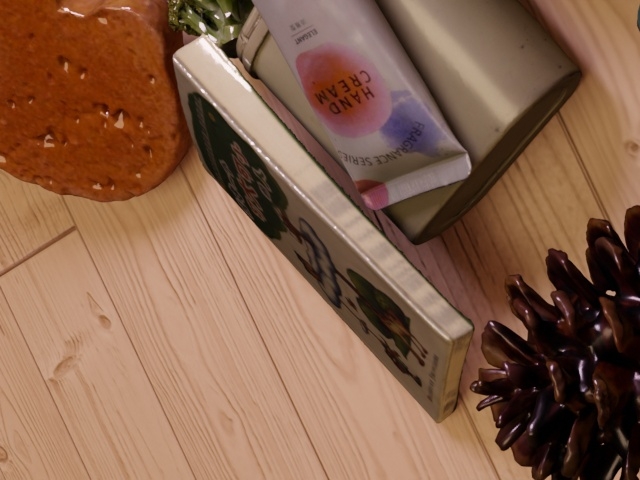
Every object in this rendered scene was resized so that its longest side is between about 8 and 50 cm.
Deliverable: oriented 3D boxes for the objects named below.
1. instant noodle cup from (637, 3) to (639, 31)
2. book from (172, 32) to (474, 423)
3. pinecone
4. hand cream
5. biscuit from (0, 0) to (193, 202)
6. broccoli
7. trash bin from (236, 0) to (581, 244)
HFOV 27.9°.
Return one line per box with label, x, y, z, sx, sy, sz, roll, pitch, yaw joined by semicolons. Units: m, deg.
instant noodle cup;0.316;-0.177;0.866;0.157;0.070;0.179;41;133;22
book;0.000;0.000;1.211;0.371;0.043;0.260;47;166;19
pinecone;0.245;0.089;0.916;0.246;0.292;0.246;168;90;-79
hand cream;-0.004;-0.180;1.022;0.124;0.078;0.341;-20;104;46
biscuit;-0.347;-0.204;1.406;0.455;0.078;0.350;28;134;-1
broccoli;-0.088;-0.230;1.217;0.131;0.130;0.120;-33;56;33
trash bin;0.068;-0.152;1.098;0.247;0.121;0.243;51;136;12
